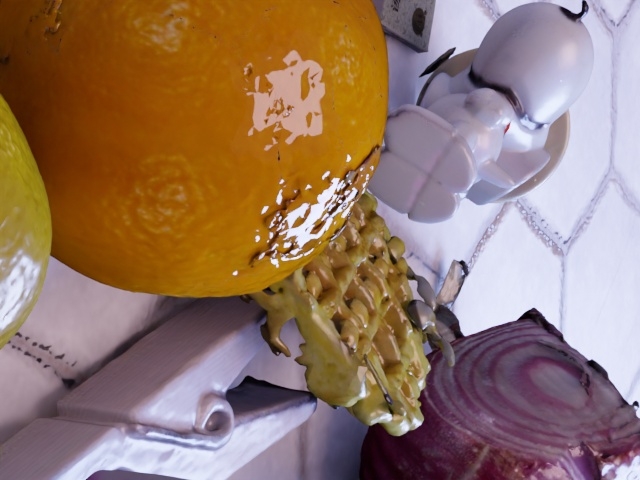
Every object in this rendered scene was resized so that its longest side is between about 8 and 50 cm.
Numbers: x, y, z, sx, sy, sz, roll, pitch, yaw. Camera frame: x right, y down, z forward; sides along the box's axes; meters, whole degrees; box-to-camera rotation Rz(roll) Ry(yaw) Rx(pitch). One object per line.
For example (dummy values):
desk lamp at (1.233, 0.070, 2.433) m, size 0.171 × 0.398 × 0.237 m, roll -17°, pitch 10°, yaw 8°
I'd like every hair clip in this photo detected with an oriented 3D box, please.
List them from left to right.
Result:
hair clip at (-0.116, 0.128, 1.105) m, size 0.331 × 0.085 × 0.101 m, roll -33°, pitch 127°, yaw -53°

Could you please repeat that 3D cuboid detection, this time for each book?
book at (0.054, -0.239, 1.393) m, size 0.182 × 0.014 × 0.127 m, roll 22°, pitch 76°, yaw -57°

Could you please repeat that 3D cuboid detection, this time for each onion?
onion at (0.144, 0.200, 1.418) m, size 0.230 × 0.272 × 0.256 m, roll -30°, pitch 115°, yaw -23°

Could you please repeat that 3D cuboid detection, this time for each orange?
orange at (-0.080, -0.087, 0.988) m, size 0.246 × 0.246 × 0.246 m, roll -12°, pitch 104°, yaw -57°

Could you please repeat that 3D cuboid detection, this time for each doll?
doll at (0.112, -0.086, 1.358) m, size 0.271 × 0.144 × 0.208 m, roll -45°, pitch 168°, yaw -39°

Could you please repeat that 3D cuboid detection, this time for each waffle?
waffle at (-0.003, 0.001, 1.206) m, size 0.262 × 0.060 × 0.280 m, roll 34°, pitch 37°, yaw -48°

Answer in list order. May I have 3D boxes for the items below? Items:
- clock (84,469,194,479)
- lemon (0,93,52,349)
clock at (-0.123, 0.289, 0.953) m, size 0.102 × 0.339 × 0.338 m, roll -99°, pitch 177°, yaw -65°
lemon at (-0.222, -0.008, 0.837) m, size 0.178 × 0.178 × 0.203 m, roll -52°, pitch 137°, yaw -41°
